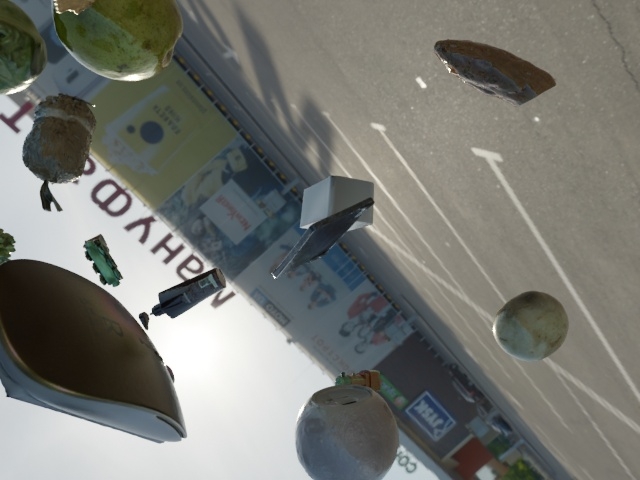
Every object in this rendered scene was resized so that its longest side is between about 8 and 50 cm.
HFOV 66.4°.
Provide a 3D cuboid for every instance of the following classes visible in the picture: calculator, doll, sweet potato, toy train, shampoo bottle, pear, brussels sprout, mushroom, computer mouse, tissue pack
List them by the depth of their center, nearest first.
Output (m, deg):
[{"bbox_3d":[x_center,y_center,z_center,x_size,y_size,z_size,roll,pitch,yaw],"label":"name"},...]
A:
[{"bbox_3d":[-0.216,0.126,0.507,0.158,0.072,0.310,52,169,29],"label":"computer mouse"},{"bbox_3d":[0.046,0.350,0.669,0.151,0.151,0.287,-113,16,-89],"label":"doll"},{"bbox_3d":[0.063,0.263,0.863,0.103,0.064,0.044,10,162,-38],"label":"toy train"},{"bbox_3d":[-0.480,-0.163,0.887,0.115,0.221,0.105,-2,160,45],"label":"doll"},{"bbox_3d":[0.344,-0.341,0.986,0.252,0.097,0.097,24,179,4],"label":"sweet potato"},{"bbox_3d":[0.000,0.000,1.002,0.021,0.161,0.261,57,147,11],"label":"calculator"},{"bbox_3d":[0.475,0.193,1.111,0.166,0.166,0.127,49,-172,-15],"label":"mushroom"},{"bbox_3d":[-0.493,-0.547,1.214,0.304,0.304,0.304,49,180,0],"label":"pear"},{"bbox_3d":[-0.826,-0.501,1.227,0.210,0.219,0.271,53,177,5],"label":"brussels sprout"},{"bbox_3d":[-0.355,0.150,1.253,0.068,0.236,0.067,65,-176,30],"label":"shampoo bottle"},{"bbox_3d":[0.051,-0.112,1.590,0.159,0.136,0.246,8,171,-22],"label":"tissue pack"},{"bbox_3d":[-0.718,0.070,1.625,0.176,0.074,0.118,65,171,-21],"label":"toy train"}]

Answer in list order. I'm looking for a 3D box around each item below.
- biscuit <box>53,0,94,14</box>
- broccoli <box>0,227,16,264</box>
[{"bbox_3d":[-0.357,-0.477,0.804,0.013,0.232,0.237,43,162,-12],"label":"biscuit"},{"bbox_3d":[-0.687,0.061,0.895,0.260,0.288,0.235,11,155,-24],"label":"broccoli"}]
